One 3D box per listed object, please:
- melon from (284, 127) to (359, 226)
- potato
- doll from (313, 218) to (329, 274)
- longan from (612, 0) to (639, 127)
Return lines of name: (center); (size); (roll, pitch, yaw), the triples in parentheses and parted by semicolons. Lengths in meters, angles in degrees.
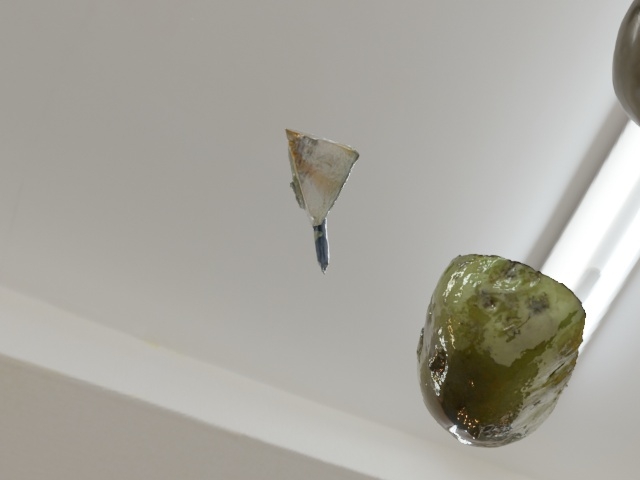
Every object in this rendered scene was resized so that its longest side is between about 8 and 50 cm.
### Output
melon: (0.001, -0.130, 1.222); (0.139, 0.093, 0.202); (-17, -106, 8)
potato: (0.161, 0.137, 0.722); (0.111, 0.160, 0.271); (-45, -29, -29)
doll: (0.000, 0.000, 1.257); (0.027, 0.037, 0.125); (-8, -111, 9)
longan: (0.592, -0.245, 0.983); (0.361, 0.361, 0.361); (-3, -72, -9)
